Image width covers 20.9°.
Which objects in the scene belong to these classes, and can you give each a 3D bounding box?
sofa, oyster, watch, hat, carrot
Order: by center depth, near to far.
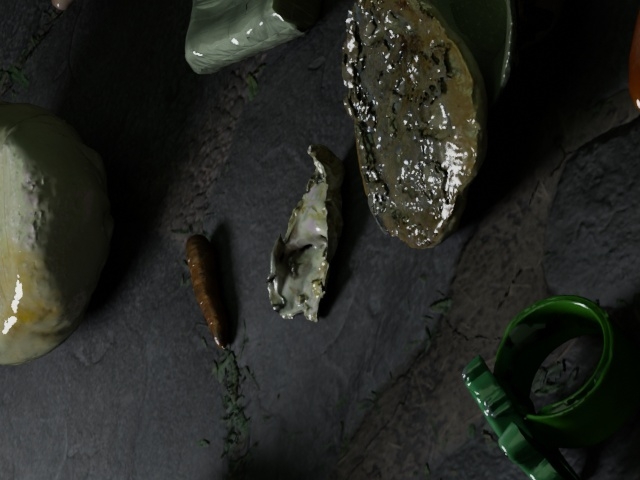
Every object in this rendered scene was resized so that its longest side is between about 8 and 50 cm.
[{"bbox_3d":[0.231,0.142,1.605,0.152,0.131,0.165,-41,40,5],"label":"watch"},{"bbox_3d":[0.178,-0.266,1.795,0.257,0.130,0.257,43,142,48],"label":"hat"},{"bbox_3d":[-0.003,0.001,1.982,0.106,0.061,0.200,31,101,32],"label":"oyster"},{"bbox_3d":[-0.137,0.062,2.112,0.035,0.035,0.165,-38,51,33],"label":"carrot"},{"bbox_3d":[-0.116,-0.347,2.151,0.210,0.176,0.225,-14,63,45],"label":"sofa"}]

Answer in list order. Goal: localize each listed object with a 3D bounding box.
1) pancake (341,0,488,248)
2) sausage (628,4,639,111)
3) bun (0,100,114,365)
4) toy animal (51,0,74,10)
[{"bbox_3d":[0.093,-0.131,1.831,0.282,0.049,0.282,35,130,56],"label":"pancake"},{"bbox_3d":[0.356,-0.256,1.643,0.089,0.083,0.300,0,71,55],"label":"sausage"},{"bbox_3d":[-0.413,-0.012,2.318,0.365,0.219,0.365,-1,89,42],"label":"bun"},{"bbox_3d":[-0.356,-0.465,2.471,0.326,0.237,0.269,29,108,53],"label":"toy animal"}]
